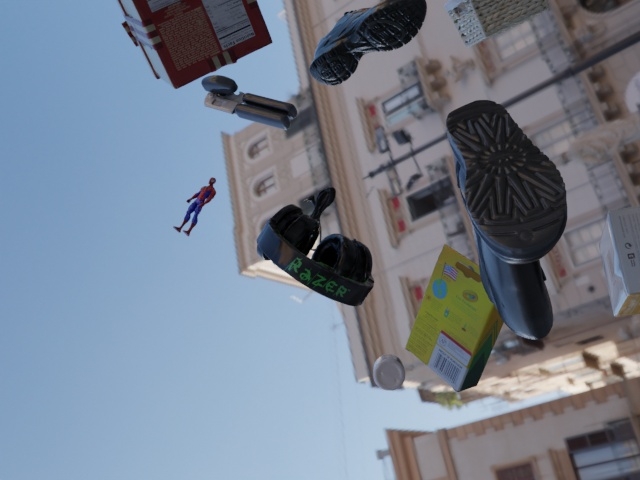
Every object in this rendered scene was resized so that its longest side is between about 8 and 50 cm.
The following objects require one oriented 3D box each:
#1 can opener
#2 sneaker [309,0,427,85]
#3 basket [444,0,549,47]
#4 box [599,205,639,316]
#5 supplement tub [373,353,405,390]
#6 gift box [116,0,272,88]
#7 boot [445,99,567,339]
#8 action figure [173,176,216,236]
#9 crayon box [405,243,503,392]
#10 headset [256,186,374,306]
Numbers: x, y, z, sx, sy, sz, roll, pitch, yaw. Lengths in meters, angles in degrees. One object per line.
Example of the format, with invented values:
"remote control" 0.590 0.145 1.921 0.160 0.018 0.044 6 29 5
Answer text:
"can opener" -0.199 -0.369 1.863 0.076 0.283 0.095 -60 -29 -20
"sneaker" 0.093 -0.450 1.498 0.109 0.286 0.130 40 -142 -39
"basket" 0.351 -0.465 1.395 0.103 0.167 0.113 64 171 -7
"box" 0.734 0.024 1.343 0.215 0.345 0.168 47 -144 -66
"supplement tub" 0.152 0.291 1.562 0.107 0.071 0.071 41 -154 -84
"gift box" -0.264 -0.482 1.397 0.258 0.255 0.276 40 151 60
"boot" 0.340 0.030 1.243 0.367 0.146 0.445 -92 -13 -47
"action figure" -0.217 -0.064 1.249 0.115 0.038 0.030 -60 -34 -19
"crayon box" 0.351 0.190 1.774 0.081 0.318 0.202 -5 -148 -40
"headset" 0.000 0.000 1.452 0.243 0.185 0.394 30 -171 -11
